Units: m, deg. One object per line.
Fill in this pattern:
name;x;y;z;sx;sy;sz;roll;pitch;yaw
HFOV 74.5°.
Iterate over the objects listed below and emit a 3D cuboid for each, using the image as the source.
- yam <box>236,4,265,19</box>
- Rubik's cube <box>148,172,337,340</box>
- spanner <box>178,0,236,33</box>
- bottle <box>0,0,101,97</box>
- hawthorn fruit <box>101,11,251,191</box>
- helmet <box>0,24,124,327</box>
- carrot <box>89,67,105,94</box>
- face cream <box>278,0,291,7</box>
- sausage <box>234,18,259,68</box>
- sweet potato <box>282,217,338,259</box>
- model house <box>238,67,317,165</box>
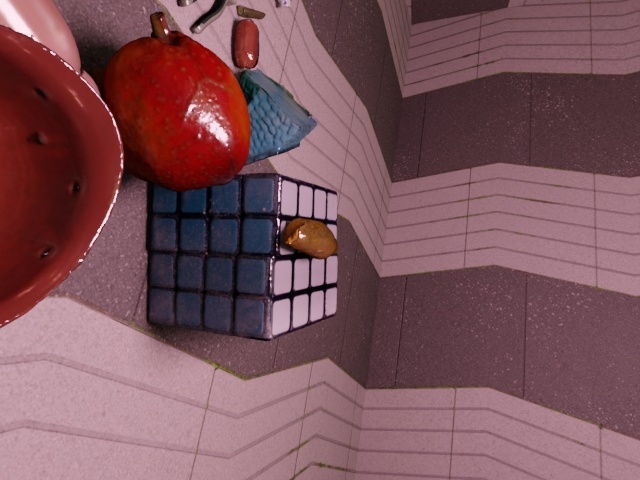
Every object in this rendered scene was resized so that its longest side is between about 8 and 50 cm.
yam;-0.204;-0.678;1.263;0.033;0.027;0.129;50;32;3
Rubik's cube;-0.171;0.028;1.020;0.343;0.343;0.338;0;90;-66
spanner;-0.268;-0.657;1.110;0.096;0.040;0.325;68;35;-43
bottle;-0.447;-0.298;0.600;0.207;0.172;0.297;-111;179;-47
hawthorn fruit;-0.269;-0.245;0.776;0.265;0.264;0.308;-61;153;-45
helmet;-0.463;-0.080;0.490;0.385;0.229;0.338;-57;145;-52
carrot;-0.385;-0.296;0.863;0.186;0.060;0.060;20;74;-59
face cream;-0.124;-0.909;1.367;0.073;0.073;0.284;-25;115;-63
sausage;-0.211;-0.562;1.207;0.076;0.076;0.142;0;94;-66
sweet potato;0.000;0.000;0.894;0.243;0.077;0.077;18;76;-63
model house;-0.175;-0.326;1.226;0.226;0.241;0.261;43;21;-2
